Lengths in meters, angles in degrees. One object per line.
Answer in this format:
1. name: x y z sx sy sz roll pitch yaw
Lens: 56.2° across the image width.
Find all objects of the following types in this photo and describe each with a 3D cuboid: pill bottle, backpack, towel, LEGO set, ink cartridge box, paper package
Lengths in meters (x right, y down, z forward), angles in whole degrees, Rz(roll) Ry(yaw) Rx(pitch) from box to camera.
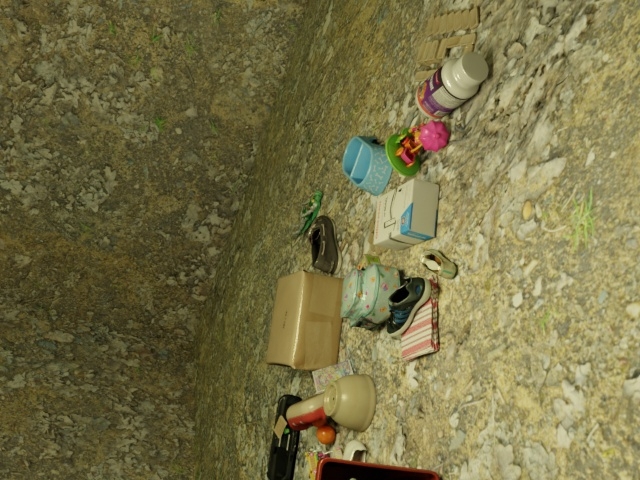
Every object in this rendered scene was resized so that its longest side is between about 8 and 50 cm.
1. pill bottle: 0.335 -0.396 1.527 0.193 0.108 0.108 148 131 -63
2. backpack: 0.140 0.150 1.673 0.188 0.145 0.165 -41 35 54
3. towel: 0.251 0.197 1.511 0.144 0.029 0.196 137 144 -57
4. LEGO set: 0.036 0.701 1.726 0.287 0.107 0.132 -112 5 -51
5. ink cartridge box: 0.230 -0.066 1.638 0.203 0.086 0.148 153 127 -64
6. paper package: -0.056 0.284 2.080 0.309 0.168 0.324 157 122 -66

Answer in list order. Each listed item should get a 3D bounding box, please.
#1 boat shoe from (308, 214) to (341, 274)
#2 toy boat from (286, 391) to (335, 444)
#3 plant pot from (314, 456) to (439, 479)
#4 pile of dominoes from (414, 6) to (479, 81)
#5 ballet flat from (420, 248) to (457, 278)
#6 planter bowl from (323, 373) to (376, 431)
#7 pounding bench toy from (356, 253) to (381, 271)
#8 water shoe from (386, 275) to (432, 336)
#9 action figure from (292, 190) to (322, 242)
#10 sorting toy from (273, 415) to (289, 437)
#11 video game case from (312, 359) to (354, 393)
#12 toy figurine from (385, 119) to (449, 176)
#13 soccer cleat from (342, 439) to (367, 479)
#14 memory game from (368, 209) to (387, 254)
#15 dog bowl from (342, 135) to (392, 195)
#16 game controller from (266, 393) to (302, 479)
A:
1. boat shoe: 0.000 0.000 2.206 0.335 0.096 0.112 -107 36 -54
2. toy boat: -0.003 0.556 1.854 0.231 0.151 0.151 -42 69 58
3. plant pot: 0.091 0.630 1.363 0.236 0.268 0.267 133 146 -74
4. pile of dominoes: 0.363 -0.542 1.683 0.251 0.040 0.195 23 99 62
5. ballet flat: 0.278 0.052 1.485 0.168 0.052 0.057 -150 74 -70
6. planter bowl: 0.073 0.456 1.706 0.162 0.109 0.162 -168 90 -71
7. pounding bench toy: 0.148 0.095 1.810 0.083 0.052 0.065 -100 30 -47
8. water shoe: 0.200 0.160 1.511 0.073 0.080 0.203 -97 28 -50
9. action figure: -0.051 -0.119 2.480 0.232 0.064 0.137 -57 24 35
10. sorting toy: -0.137 0.673 2.140 0.062 0.012 0.083 -64 31 5
11. video game case: 0.040 0.415 1.827 0.087 0.122 0.011 -107 -1 -55
12. toy figurine: 0.284 -0.277 1.638 0.159 0.130 0.173 -27 27 48
13. soccer cleat: 0.079 0.647 1.638 0.076 0.068 0.196 -1 74 67
14. memory game: 0.194 -0.045 1.834 0.186 0.012 0.186 -166 90 -70
15. dog bowl: 0.149 -0.258 1.997 0.297 0.074 0.165 -120 47 -63
16. game controller: -0.126 0.724 2.175 0.166 0.067 0.319 -8 70 54
